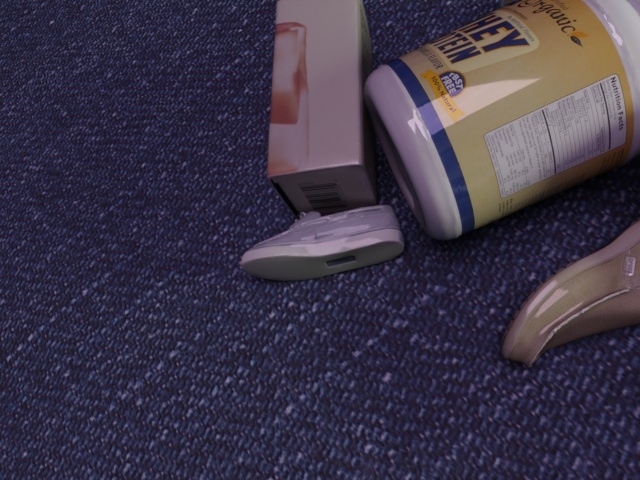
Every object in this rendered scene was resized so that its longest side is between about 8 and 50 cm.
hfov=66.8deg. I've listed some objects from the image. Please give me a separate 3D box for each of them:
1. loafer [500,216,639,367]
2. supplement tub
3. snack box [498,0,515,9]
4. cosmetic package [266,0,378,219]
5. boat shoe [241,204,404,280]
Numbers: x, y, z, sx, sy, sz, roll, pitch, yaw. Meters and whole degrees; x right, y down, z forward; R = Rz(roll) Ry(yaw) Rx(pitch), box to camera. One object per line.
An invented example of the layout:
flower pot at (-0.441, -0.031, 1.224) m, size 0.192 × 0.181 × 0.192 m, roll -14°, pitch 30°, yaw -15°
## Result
loafer at (0.320, 0.060, 0.535) m, size 0.268 × 0.102 × 0.092 m, roll -37°, pitch 59°, yaw -1°
supplement tub at (0.234, -0.158, 0.578) m, size 0.316 × 0.228 × 0.228 m, roll -24°, pitch 64°, yaw 7°
snack box at (0.404, -0.357, 0.627) m, size 0.321 × 0.187 × 0.060 m, roll 12°, pitch 73°, yaw 21°
cosmetic package at (0.009, -0.195, 0.706) m, size 0.129 × 0.153 × 0.296 m, roll -5°, pitch 67°, yaw 14°
boat shoe at (0.000, -0.001, 0.679) m, size 0.227 × 0.079 × 0.081 m, roll -10°, pitch 57°, yaw 8°
